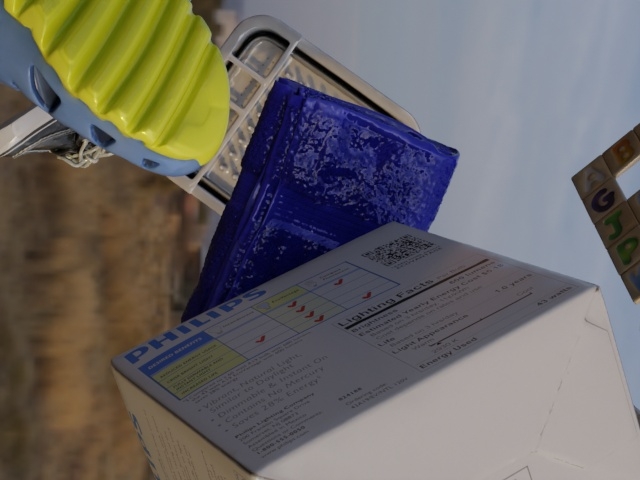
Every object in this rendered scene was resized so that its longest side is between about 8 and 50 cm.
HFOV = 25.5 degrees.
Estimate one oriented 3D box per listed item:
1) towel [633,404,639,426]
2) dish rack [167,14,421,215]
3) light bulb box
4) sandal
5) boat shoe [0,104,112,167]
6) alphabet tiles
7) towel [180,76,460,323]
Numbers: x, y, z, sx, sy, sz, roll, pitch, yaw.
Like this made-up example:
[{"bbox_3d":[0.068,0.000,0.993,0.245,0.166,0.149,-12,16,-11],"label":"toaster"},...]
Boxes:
[{"bbox_3d":[0.390,0.245,1.809,0.187,0.049,0.282,51,-7,-36],"label":"towel"},{"bbox_3d":[-0.045,-0.138,2.093,0.285,0.333,0.072,-54,171,1],"label":"dish rack"},{"bbox_3d":[0.047,0.173,1.329,0.361,0.358,0.225,21,-47,62],"label":"light bulb box"},{"bbox_3d":[-0.202,-0.153,0.994,0.126,0.317,0.138,-52,-179,-36],"label":"sandal"},{"bbox_3d":[-0.313,-0.153,1.877,0.306,0.113,0.105,-36,102,-54],"label":"boat shoe"},{"bbox_3d":[0.351,-0.074,1.302,0.237,0.009,0.198,-41,-147,20],"label":"alphabet tiles"},{"bbox_3d":[0.000,0.000,1.558,0.076,0.227,0.308,-115,-134,-75],"label":"towel"}]
